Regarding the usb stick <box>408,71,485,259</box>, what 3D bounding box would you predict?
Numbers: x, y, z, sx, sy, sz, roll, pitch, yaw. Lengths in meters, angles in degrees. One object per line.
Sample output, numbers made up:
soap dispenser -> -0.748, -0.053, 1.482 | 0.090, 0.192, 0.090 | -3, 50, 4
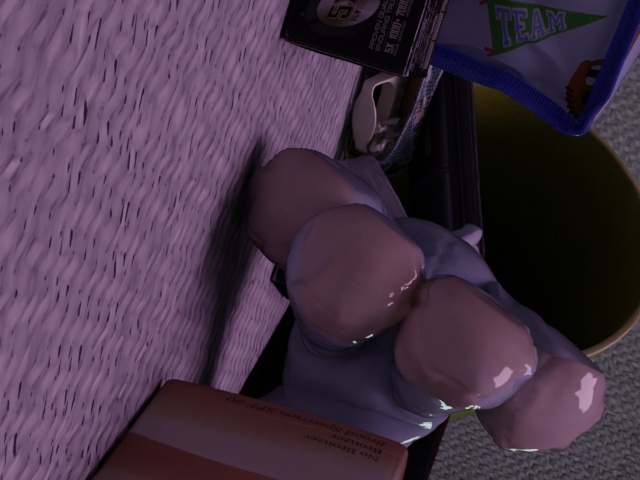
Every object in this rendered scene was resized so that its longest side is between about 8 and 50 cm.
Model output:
usb stick -> 0.098, -0.098, 1.614 | 0.077, 0.045, 0.278 | 138, -45, -56

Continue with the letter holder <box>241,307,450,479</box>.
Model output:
letter holder -> -0.008, 0.216, 1.510 | 0.302, 0.152, 0.214 | -60, 168, -64

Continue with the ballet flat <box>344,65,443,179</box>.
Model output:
ballet flat -> 0.062, -0.137, 1.568 | 0.070, 0.070, 0.188 | -44, 148, -77

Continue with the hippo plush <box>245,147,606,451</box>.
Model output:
hippo plush -> 0.001, 0.089, 1.224 | 0.236, 0.234, 0.294 | -53, -151, 10

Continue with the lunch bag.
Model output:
lunch bag -> 0.192, -0.326, 1.377 | 0.328, 0.239, 0.385 | -58, 172, -59

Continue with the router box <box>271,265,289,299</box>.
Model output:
router box -> 0.000, 0.000, 1.479 | 0.122, 0.038, 0.092 | 63, 44, -81

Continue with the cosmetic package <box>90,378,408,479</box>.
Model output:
cosmetic package -> -0.061, 0.192, 0.977 | 0.296, 0.153, 0.129 | -60, 165, -69

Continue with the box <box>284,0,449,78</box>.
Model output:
box -> 0.049, -0.193, 1.183 | 0.147, 0.077, 0.180 | -33, 140, -80

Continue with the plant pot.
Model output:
plant pot -> 0.116, 0.050, 1.778 | 0.293, 0.275, 0.275 | -57, -171, 55
